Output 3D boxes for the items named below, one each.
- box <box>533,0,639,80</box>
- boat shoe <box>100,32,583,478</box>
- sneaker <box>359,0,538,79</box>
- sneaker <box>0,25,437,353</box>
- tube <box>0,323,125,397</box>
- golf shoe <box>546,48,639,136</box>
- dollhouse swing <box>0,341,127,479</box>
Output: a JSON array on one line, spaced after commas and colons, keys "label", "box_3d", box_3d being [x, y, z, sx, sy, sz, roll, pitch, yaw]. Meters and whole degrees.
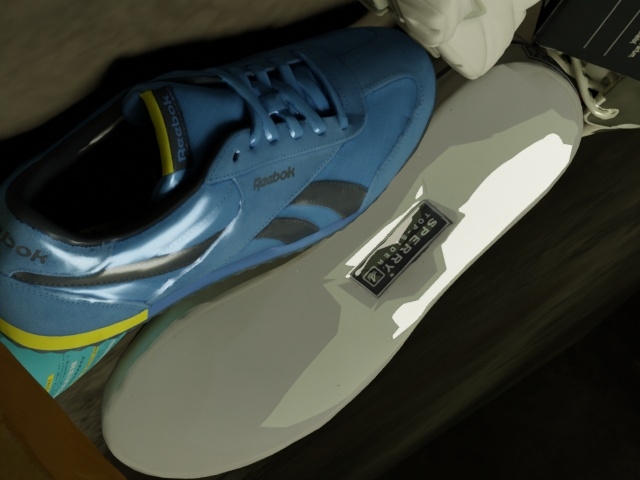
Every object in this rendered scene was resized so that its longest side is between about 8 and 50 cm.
[{"label": "box", "box_3d": [0.211, -0.140, 0.507, 0.261, 0.184, 0.103, 121, -11, -61]}, {"label": "boat shoe", "box_3d": [0.000, 0.000, 0.698, 0.267, 0.096, 0.088, -47, -152, 11]}, {"label": "sneaker", "box_3d": [0.044, -0.118, 0.425, 0.115, 0.090, 0.232, -46, 175, 9]}, {"label": "sneaker", "box_3d": [-0.029, -0.033, 0.537, 0.209, 0.069, 0.082, -30, 162, -29]}, {"label": "tube", "box_3d": [-0.108, 0.037, 0.625, 0.080, 0.052, 0.207, -38, 178, 17]}, {"label": "golf shoe", "box_3d": [0.182, -0.106, 0.788, 0.120, 0.105, 0.273, -31, 168, 4]}, {"label": "dollhouse swing", "box_3d": [-0.196, 0.197, 0.298, 0.315, 0.347, 0.305, -18, 148, -56]}]
